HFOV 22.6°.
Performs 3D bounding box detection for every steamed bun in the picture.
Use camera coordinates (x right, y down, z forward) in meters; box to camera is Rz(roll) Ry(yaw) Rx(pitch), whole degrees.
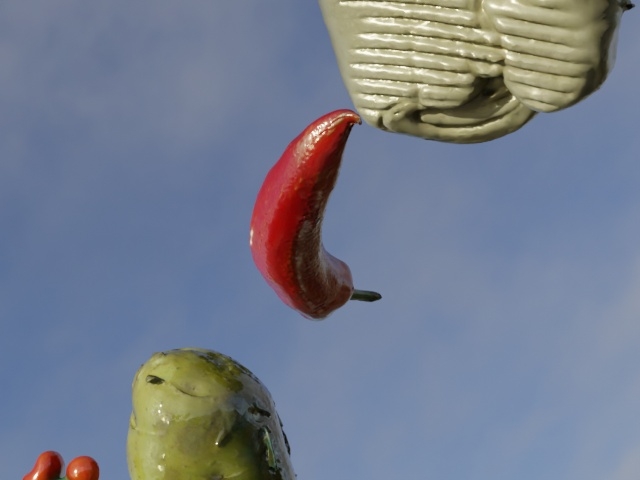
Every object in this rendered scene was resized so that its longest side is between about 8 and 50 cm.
[{"bbox_3d":[0.172,-0.292,1.661,0.342,0.368,0.255,8,28,22],"label":"steamed bun"}]

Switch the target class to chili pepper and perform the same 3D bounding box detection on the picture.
[{"bbox_3d":[-0.007,-0.001,1.709,0.137,0.092,0.368,-13,-29,-2],"label":"chili pepper"}]

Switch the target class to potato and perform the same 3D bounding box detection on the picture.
[{"bbox_3d":[-0.098,0.220,1.538,0.169,0.248,0.143,-12,-10,-38],"label":"potato"}]

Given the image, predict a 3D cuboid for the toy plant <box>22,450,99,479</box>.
[{"bbox_3d":[-0.256,0.379,1.498,0.185,0.400,0.279,-30,-27,-48],"label":"toy plant"}]
